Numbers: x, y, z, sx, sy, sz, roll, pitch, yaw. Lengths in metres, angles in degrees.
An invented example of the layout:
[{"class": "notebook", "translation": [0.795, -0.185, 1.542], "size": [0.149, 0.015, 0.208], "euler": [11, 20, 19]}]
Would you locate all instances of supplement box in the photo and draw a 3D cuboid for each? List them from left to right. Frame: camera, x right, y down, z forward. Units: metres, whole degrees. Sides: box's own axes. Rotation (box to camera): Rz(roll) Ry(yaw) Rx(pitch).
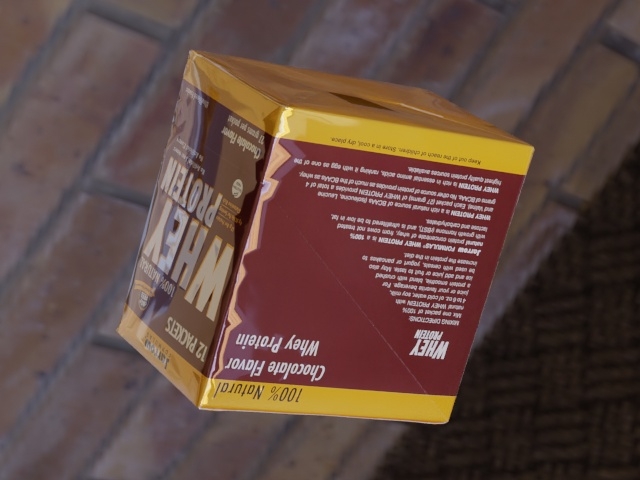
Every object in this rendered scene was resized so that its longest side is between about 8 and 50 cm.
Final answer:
[{"class": "supplement box", "translation": [0.000, 0.000, 1.259], "size": [0.129, 0.191, 0.194], "euler": [35, 114, 54]}]
